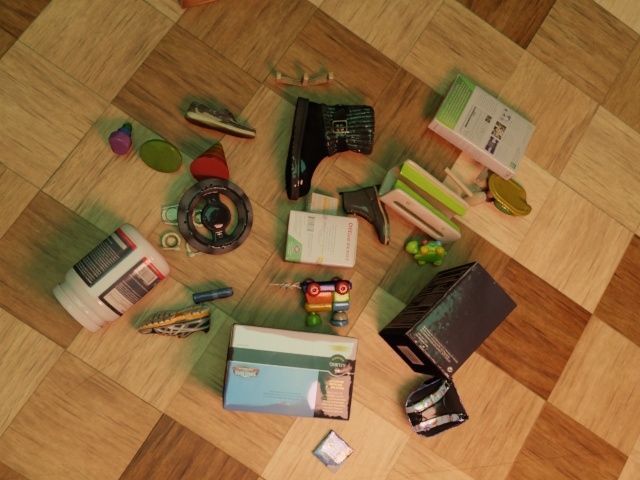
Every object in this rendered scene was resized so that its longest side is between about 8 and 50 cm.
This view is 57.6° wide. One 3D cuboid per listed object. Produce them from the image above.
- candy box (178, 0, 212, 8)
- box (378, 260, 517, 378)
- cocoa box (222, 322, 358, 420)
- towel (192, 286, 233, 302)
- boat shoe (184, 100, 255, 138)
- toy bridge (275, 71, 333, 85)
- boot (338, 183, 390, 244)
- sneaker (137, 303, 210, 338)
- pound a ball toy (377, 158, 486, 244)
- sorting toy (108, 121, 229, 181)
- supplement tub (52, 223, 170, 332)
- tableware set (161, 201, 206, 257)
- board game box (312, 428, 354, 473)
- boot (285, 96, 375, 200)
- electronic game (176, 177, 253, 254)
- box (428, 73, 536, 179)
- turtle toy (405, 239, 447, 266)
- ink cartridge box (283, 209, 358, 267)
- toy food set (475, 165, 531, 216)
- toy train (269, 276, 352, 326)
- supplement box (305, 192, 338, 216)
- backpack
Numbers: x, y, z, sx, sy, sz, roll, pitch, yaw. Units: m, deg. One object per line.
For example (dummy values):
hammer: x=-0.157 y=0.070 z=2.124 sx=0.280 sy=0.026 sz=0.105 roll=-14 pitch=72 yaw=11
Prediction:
candy box: x=-0.298 y=-0.839 z=1.807 sx=0.316 sy=0.183 sz=0.088 roll=-20 pitch=85 yaw=-12
box: x=0.364 y=0.234 z=1.707 sx=0.294 sy=0.296 sz=0.183 roll=-44 pitch=90 yaw=-12
cocoa box: x=-0.093 y=0.366 z=1.642 sx=0.347 sy=0.231 sz=0.228 roll=8 pitch=81 yaw=-9
towel: x=-0.317 y=0.162 z=1.717 sx=0.119 sy=0.067 sz=0.029 roll=-10 pitch=82 yaw=-11
boat shoe: x=-0.302 y=-0.373 z=1.792 sx=0.223 sy=0.080 sz=0.073 roll=15 pitch=85 yaw=-3
toy bridge: x=-0.050 y=-0.515 z=1.864 sx=0.188 sy=0.063 sz=0.026 roll=-3 pitch=82 yaw=-9
boot: x=0.140 y=-0.073 z=1.835 sx=0.137 sy=0.077 sz=0.198 roll=-8 pitch=70 yaw=-6
sneaker: x=-0.420 y=0.247 z=1.684 sx=0.214 sy=0.084 sz=0.083 roll=-10 pitch=110 yaw=-2
pound a ball toy: x=0.350 y=-0.133 z=1.841 sx=0.319 sy=0.135 sz=0.208 roll=33 pitch=62 yaw=-19
sorting toy: x=-0.441 y=-0.283 z=1.759 sx=0.365 sy=0.127 sz=0.126 roll=15 pitch=53 yaw=-7
supplement tub: x=-0.575 y=0.102 z=1.618 sx=0.272 sy=0.191 sz=0.191 roll=-43 pitch=91 yaw=-13
tableware set: x=-0.408 y=-0.033 z=1.754 sx=0.141 sy=0.020 sz=0.169 roll=3 pitch=81 yaw=-10
board game box: x=0.038 y=0.628 z=1.735 sx=0.090 sy=0.020 sz=0.090 roll=43 pitch=79 yaw=-2
boot: x=0.034 y=-0.278 z=1.810 sx=0.260 sy=0.131 sz=0.348 roll=9 pitch=80 yaw=-8
electronic game: x=-0.314 y=-0.071 z=1.747 sx=0.229 sy=0.048 sz=0.229 roll=-1 pitch=93 yaw=-21
box: x=0.536 y=-0.376 z=1.923 sx=0.322 sy=0.058 sz=0.232 roll=34 pitch=63 yaw=-5
turtle toy: x=0.334 y=0.032 z=1.843 sx=0.130 sy=0.095 sz=0.066 roll=4 pitch=58 yaw=5
ink cartridge box: x=0.000 y=0.000 z=1.783 sx=0.212 sy=0.093 sz=0.154 roll=6 pitch=81 yaw=-7
toy food set: x=0.594 y=-0.152 z=1.927 sx=0.218 sy=0.071 sz=0.128 roll=39 pitch=54 yaw=-4
toy train: x=-0.030 y=0.191 z=1.754 sx=0.248 sy=0.105 sz=0.143 roll=-3 pitch=96 yaw=-10
supplement box: x=0.004 y=-0.107 z=1.812 sx=0.098 sy=0.036 sz=0.062 roll=12 pitch=79 yaw=-30
backpack: x=0.332 y=0.503 z=1.754 sx=0.173 sy=0.117 sz=0.158 roll=-22 pitch=86 yaw=-13
